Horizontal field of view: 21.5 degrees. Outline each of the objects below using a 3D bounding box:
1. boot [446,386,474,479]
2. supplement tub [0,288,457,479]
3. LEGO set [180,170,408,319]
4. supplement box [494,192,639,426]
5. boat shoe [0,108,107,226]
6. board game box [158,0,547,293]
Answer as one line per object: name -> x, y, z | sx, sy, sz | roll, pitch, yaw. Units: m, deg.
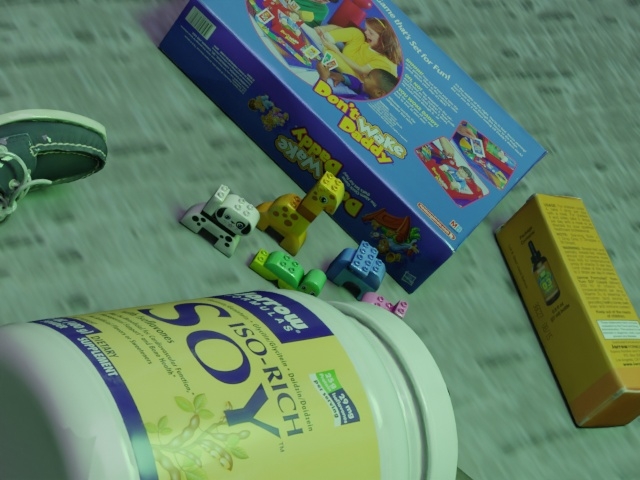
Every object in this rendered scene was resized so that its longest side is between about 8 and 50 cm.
boot -> 0.100, 0.182, 1.464 | 0.246, 0.083, 0.161 | 33, 36, -12
supplement tub -> -0.088, 0.161, 1.208 | 0.331, 0.241, 0.241 | -7, 60, -41
LEGO set -> 0.000, 0.000, 1.526 | 0.227, 0.093, 0.087 | 36, 41, -7
supplement box -> 0.260, 0.067, 1.683 | 0.080, 0.078, 0.233 | 0, 56, -38
boat shoe -> -0.281, -0.053, 1.353 | 0.254, 0.095, 0.079 | -4, 57, -38
board game box -> 0.039, -0.140, 1.688 | 0.347, 0.078, 0.233 | 45, 41, 3
